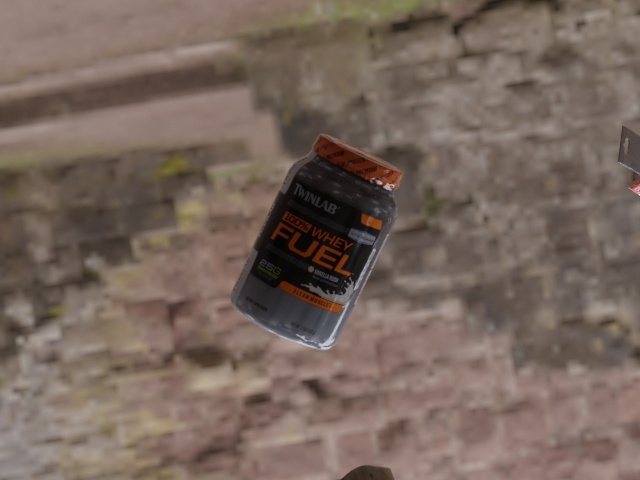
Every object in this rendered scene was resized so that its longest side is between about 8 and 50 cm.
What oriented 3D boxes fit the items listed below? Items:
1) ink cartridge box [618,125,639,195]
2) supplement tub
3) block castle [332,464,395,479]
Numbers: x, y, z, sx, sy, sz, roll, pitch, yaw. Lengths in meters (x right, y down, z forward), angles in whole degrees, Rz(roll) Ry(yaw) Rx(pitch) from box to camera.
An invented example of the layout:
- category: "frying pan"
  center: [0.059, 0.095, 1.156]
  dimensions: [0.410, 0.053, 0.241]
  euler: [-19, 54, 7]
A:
- category: "ink cartridge box"
  center: [0.390, -0.080, 2.318]
  dimensions: [0.115, 0.063, 0.029]
  euler: [30, 138, -19]
- category: "supplement tub"
  center: [0.000, 0.000, 1.905]
  dimensions: [0.117, 0.190, 0.117]
  euler: [24, -173, -3]
- category: "block castle"
  center: [-0.011, 0.451, 2.061]
  dimensions: [0.303, 0.213, 0.453]
  euler: [-18, 148, -6]
